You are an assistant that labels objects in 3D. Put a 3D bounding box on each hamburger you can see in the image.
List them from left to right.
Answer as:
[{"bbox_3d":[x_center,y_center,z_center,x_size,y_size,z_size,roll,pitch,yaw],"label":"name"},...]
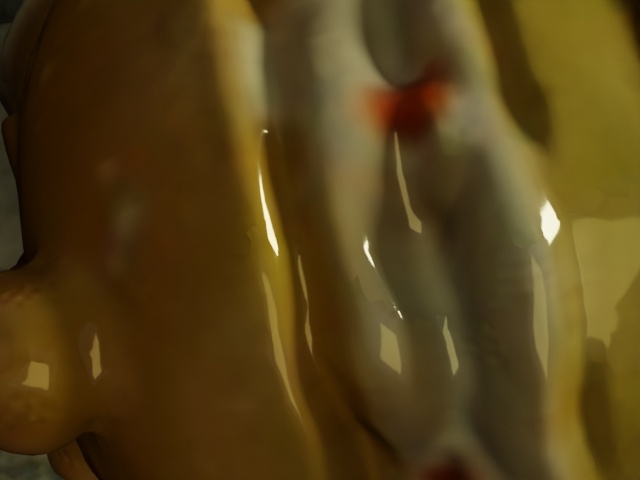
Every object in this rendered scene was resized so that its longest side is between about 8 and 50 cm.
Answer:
[{"bbox_3d":[0.000,0.000,0.659,0.236,0.276,0.276,-14,118,1],"label":"hamburger"}]
